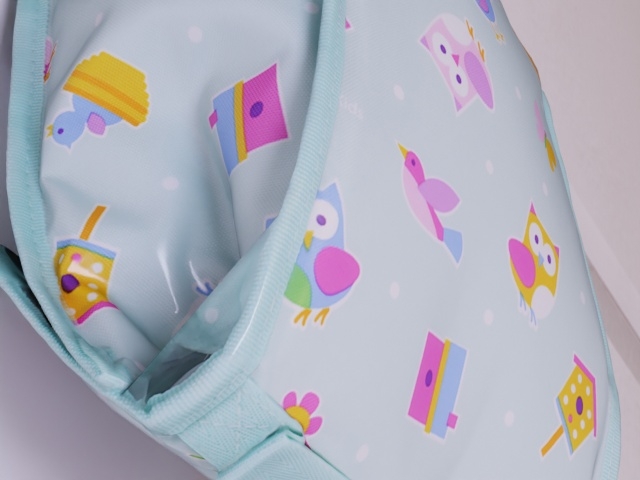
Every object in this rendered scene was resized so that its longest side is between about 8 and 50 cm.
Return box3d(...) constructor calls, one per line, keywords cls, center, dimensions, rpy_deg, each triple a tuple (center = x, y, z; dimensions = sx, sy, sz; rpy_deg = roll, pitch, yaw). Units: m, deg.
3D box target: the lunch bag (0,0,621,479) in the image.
box3d(cls="lunch bag", center=(0.000, 0.000, 0.550), dimensions=(0.223, 0.160, 0.262), rpy_deg=(48, 30, -45))
